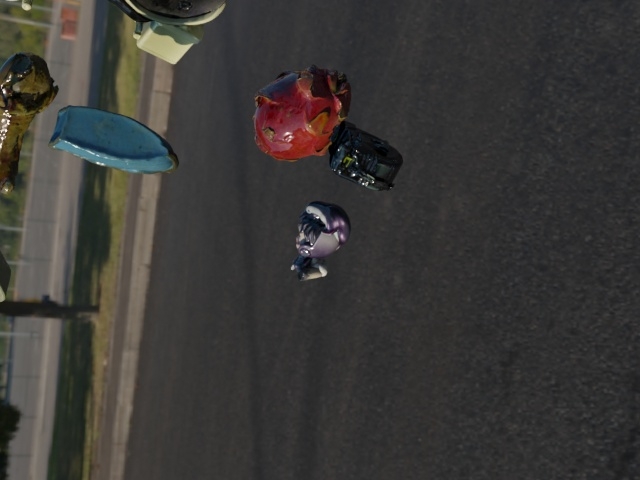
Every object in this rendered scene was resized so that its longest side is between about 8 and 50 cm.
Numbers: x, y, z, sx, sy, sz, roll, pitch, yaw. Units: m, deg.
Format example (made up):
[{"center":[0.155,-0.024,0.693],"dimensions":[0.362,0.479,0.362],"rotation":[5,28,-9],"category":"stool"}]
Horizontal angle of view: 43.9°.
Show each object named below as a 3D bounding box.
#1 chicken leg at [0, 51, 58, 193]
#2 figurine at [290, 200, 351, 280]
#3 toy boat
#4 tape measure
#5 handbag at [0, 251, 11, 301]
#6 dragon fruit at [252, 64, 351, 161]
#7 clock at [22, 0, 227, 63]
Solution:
[{"center":[-0.778,-0.316,2.032],"dimensions":[0.211,0.140,0.361],"rotation":[-67,1,-62],"category":"chicken leg"},{"center":[0.000,0.000,2.147],"dimensions":[0.145,0.145,0.222],"rotation":[-118,36,-55],"category":"figurine"},{"center":[-0.292,-0.138,1.144],"dimensions":[0.077,0.186,0.075],"rotation":[160,121,-68],"category":"toy boat"},{"center":[0.115,-0.210,1.986],"dimensions":[0.112,0.186,0.199],"rotation":[-59,16,27],"category":"tape measure"},{"center":[-0.701,0.034,1.443],"dimensions":[0.256,0.219,0.079],"rotation":[91,176,-55],"category":"handbag"},{"center":[-0.063,-0.339,2.152],"dimensions":[0.315,0.250,0.250],"rotation":[-7,76,30],"category":"dragon fruit"},{"center":[-0.309,-0.408,1.122],"dimensions":[0.276,0.379,0.120],"rotation":[-39,44,40],"category":"clock"}]
